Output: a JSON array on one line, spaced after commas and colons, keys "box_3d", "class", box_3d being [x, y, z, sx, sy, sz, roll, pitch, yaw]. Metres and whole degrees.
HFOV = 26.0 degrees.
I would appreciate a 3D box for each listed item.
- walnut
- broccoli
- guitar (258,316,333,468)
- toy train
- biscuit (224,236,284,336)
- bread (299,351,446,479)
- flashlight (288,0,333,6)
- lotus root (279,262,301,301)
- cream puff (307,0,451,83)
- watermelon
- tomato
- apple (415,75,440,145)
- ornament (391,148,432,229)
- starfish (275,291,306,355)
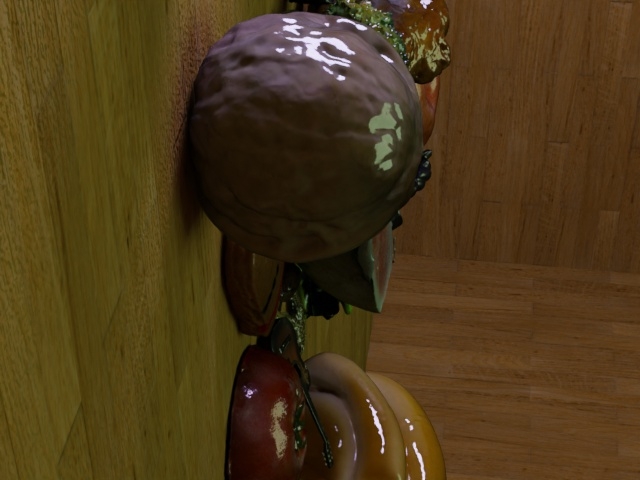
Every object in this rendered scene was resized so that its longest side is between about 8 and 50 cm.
[{"box_3d": [-0.010, -0.102, 1.347, 0.248, 0.248, 0.248, 5, 90, -84], "class": "walnut"}, {"box_3d": [0.011, -0.245, 1.834, 0.194, 0.220, 0.194, -9, 101, -50], "class": "broccoli"}, {"box_3d": [-0.028, 0.217, 1.934, 0.233, 0.025, 0.088, 68, 23, -17], "class": "guitar"}, {"box_3d": [0.000, 0.000, 2.141, 0.296, 0.100, 0.160, 86, 3, -53], "class": "toy train"}, {"box_3d": [-0.067, -0.033, 1.678, 0.277, 0.052, 0.262, 83, 13, -65], "class": "biscuit"}, {"box_3d": [0.007, 0.383, 2.092, 0.245, 0.329, 0.424, 34, 50, -34], "class": "bread"}, {"box_3d": [0.001, -0.432, 1.865, 0.093, 0.093, 0.232, -33, 128, -83], "class": "flashlight"}, {"box_3d": [-0.054, 0.054, 1.855, 0.099, 0.054, 0.049, -73, 176, -68], "class": "lotus root"}, {"box_3d": [0.072, -0.303, 2.052, 0.269, 0.241, 0.155, -47, 152, -35], "class": "cream puff"}, {"box_3d": [0.033, -0.065, 1.811, 0.180, 0.224, 0.305, -26, 132, -33], "class": "watermelon"}, {"box_3d": [-0.065, 0.245, 1.784, 0.225, 0.085, 0.225, 4, 90, -81], "class": "tomato"}, {"box_3d": [0.091, -0.256, 2.298, 0.251, 0.206, 0.272, 83, 14, -49], "class": "apple"}, {"box_3d": [0.118, -0.073, 2.361, 0.260, 0.106, 0.251, -40, 178, -17], "class": "ornament"}, {"box_3d": [-0.052, 0.122, 2.017, 0.176, 0.053, 0.208, 47, 41, -69], "class": "starfish"}]
